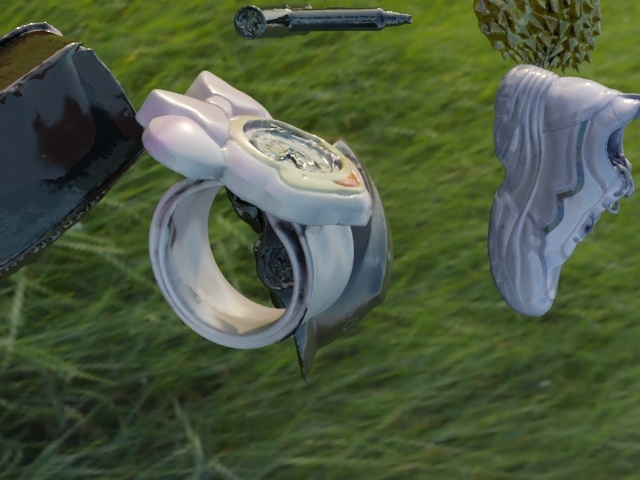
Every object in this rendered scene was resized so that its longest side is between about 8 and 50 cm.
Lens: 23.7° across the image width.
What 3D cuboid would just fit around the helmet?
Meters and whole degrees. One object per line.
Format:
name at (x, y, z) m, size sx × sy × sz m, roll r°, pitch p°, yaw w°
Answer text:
helmet at (0.000, 0.000, 1.842) m, size 0.225 × 0.177 × 0.305 m, roll 99°, pitch -32°, yaw -83°

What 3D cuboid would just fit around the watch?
watch at (-0.089, -0.015, 1.541) m, size 0.248 × 0.217 × 0.211 m, roll 30°, pitch 24°, yaw 14°

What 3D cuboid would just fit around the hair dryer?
hair dryer at (0.011, -0.280, 1.937) m, size 0.173 × 0.195 × 0.050 m, roll -26°, pitch 116°, yaw -64°

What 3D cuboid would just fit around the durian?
durian at (0.264, -0.297, 1.864) m, size 0.132 × 0.165 × 0.182 m, roll -79°, pitch 177°, yaw -74°

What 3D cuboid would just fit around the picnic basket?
picnic basket at (-0.316, -0.082, 1.577) m, size 0.297 × 0.129 × 0.222 m, roll -42°, pitch 113°, yaw -25°

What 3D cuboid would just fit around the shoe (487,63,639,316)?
shoe at (0.236, -0.042, 1.453) m, size 0.095 × 0.138 × 0.245 m, roll -21°, pitch 116°, yaw -55°
